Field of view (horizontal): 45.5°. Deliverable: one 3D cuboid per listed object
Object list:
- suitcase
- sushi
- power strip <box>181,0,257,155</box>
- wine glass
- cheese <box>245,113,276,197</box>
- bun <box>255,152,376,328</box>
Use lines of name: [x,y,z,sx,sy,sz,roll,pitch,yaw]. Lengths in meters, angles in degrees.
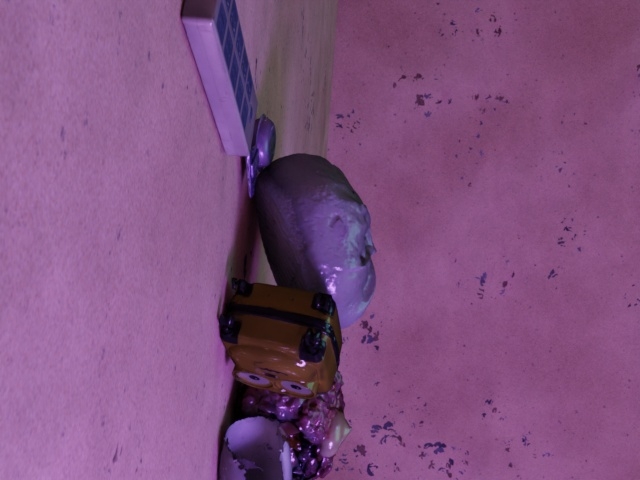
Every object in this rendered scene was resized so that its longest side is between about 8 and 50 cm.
suitcase: [-0.066,0.177,1.324,0.235,0.194,0.143,79,23,-58]
sushi: [-0.055,0.351,1.490,0.171,0.236,0.270,-65,165,-53]
power strip: [-0.131,-0.237,1.066,0.367,0.043,0.106,84,12,-68]
wine glass: [-0.118,0.479,1.395,0.143,0.143,0.321,-77,168,-63]
cheese: [-0.112,-0.164,1.394,0.191,0.042,0.105,-76,168,-52]
bun: [0.000,0.004,1.485,0.354,0.194,0.354,163,-90,-77]
